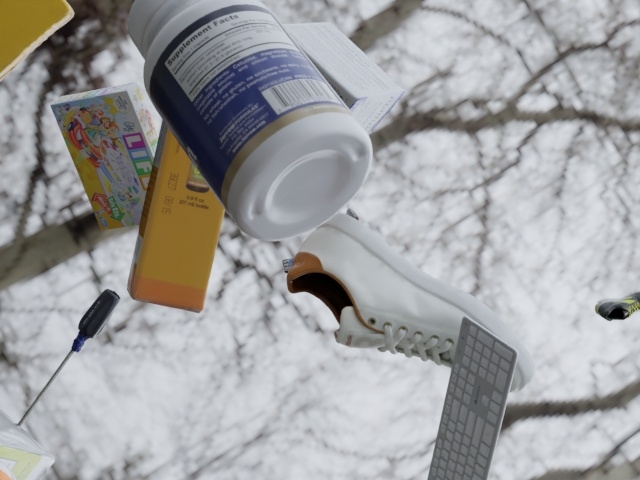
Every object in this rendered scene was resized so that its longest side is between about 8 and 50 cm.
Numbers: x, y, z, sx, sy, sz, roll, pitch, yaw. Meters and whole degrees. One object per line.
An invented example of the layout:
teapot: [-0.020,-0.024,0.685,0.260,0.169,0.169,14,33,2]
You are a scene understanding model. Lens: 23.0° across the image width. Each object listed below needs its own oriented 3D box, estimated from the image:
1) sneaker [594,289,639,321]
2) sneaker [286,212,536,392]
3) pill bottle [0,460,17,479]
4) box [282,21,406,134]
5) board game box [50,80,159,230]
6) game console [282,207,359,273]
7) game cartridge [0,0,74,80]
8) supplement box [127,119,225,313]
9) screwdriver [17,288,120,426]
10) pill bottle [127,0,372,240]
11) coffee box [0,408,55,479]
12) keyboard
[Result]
sneaker: [0.408,0.091,2.090,0.035,0.083,0.031,-109,-175,-62]
sneaker: [0.089,0.097,1.701,0.290,0.123,0.106,33,-30,15]
pill bottle: [-0.253,0.221,1.057,0.152,0.086,0.086,-90,180,-46]
box: [0.005,-0.175,1.742,0.126,0.137,0.072,44,-66,14]
board game box: [-0.217,-0.090,1.703,0.103,0.026,0.154,-8,-66,28]
game console: [0.000,0.000,2.518,0.085,0.124,0.144,20,5,-6]
game cartridge: [-0.483,-0.251,1.736,0.285,0.323,0.053,49,-4,1]
supplement box: [-0.136,-0.050,1.606,0.080,0.078,0.233,-143,-114,-76]
screwdriver: [-0.249,0.121,1.552,0.025,0.170,0.024,30,-3,10]
pill bottle: [-0.049,-0.088,0.949,0.169,0.094,0.094,54,-26,32]
coffee box: [-0.479,0.184,1.238,0.337,0.338,0.334,38,-4,15]
keyboard: [0.138,0.197,1.502,0.072,0.014,0.256,40,-50,45]
